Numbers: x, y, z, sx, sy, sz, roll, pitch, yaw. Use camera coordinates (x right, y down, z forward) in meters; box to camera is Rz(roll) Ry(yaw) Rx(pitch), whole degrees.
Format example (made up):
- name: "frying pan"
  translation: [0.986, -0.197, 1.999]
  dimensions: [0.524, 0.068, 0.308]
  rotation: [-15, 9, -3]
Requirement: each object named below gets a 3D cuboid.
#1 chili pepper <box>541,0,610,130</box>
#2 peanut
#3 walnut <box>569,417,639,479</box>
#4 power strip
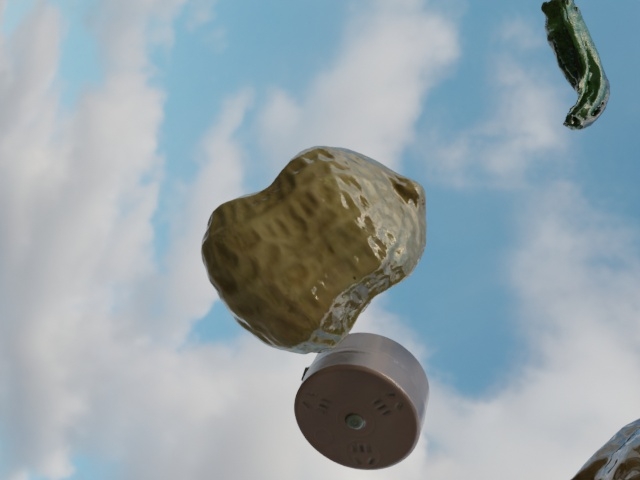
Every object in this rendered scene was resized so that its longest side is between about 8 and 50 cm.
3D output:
- name: "chili pepper"
  translation: [0.394, -0.302, 1.237]
  dimensions: [0.065, 0.122, 0.279]
  rotation: [-22, -103, 37]
- name: "peanut"
  translation: [0.000, 0.000, 0.788]
  dimensions: [0.233, 0.110, 0.197]
  rotation: [-39, -118, -7]
- name: "walnut"
  translation: [0.375, 0.288, 0.662]
  dimensions: [0.343, 0.306, 0.306]
  rotation: [22, -81, 24]
- name: "power strip"
  translation: [0.047, 0.188, 0.912]
  dimensions: [0.154, 0.154, 0.078]
  rotation: [-52, -176, 31]
